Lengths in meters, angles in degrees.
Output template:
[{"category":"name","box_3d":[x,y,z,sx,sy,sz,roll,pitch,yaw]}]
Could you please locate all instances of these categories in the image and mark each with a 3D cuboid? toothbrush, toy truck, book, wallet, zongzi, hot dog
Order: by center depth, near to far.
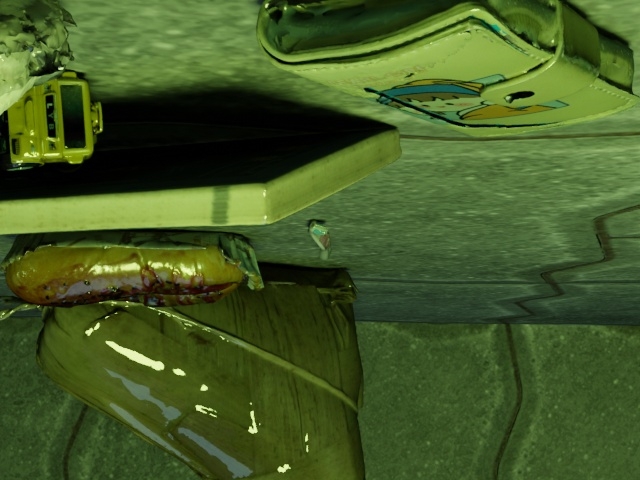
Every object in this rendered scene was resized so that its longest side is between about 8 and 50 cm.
[{"category":"wallet","box_3d":[0.062,-0.075,0.506,0.110,0.039,0.155,-3,173,37]},{"category":"toy truck","box_3d":[-0.146,-0.060,0.624,0.054,0.049,0.083,-4,177,-16]},{"category":"book","box_3d":[-0.109,-0.034,0.687,0.269,0.025,0.191,-2,-167,25]},{"category":"toothbrush","box_3d":[0.000,0.000,1.201,0.022,0.017,0.204,20,173,4]},{"category":"hot dog","box_3d":[-0.194,0.032,1.234,0.271,0.081,0.162,1,174,-5]},{"category":"zongzi","box_3d":[-0.153,0.239,1.391,0.500,0.466,0.218,7,149,-32]}]

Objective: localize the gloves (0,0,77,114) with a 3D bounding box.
[{"category":"gloves","box_3d":[-0.159,-0.072,0.437,0.114,0.070,0.153,-17,176,44]}]
